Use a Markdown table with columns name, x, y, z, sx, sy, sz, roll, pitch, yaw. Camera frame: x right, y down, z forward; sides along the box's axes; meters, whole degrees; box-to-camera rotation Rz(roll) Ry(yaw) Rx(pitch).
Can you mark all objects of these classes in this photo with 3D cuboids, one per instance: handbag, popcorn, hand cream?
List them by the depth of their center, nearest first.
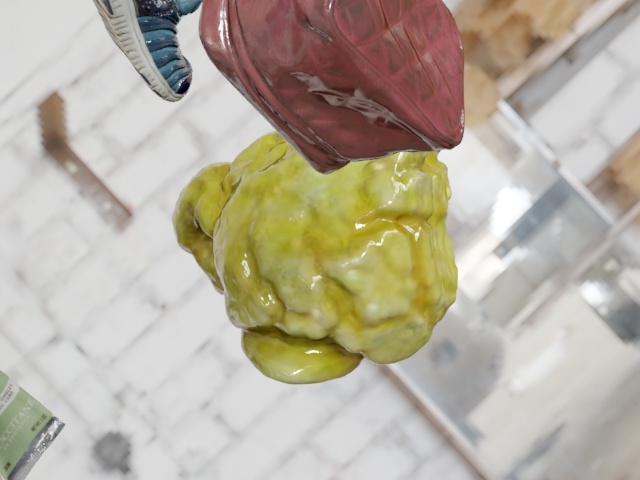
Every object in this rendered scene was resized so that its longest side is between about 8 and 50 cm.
| name | x | y | z | sx | sy | sz | roll | pitch | yaw |
| --- | --- | --- | --- | --- | --- | --- | --- | --- | --- |
| handbag | 0.012 | -0.153 | 1.393 | 0.135 | 0.225 | 0.146 | -10 | 58 | 31 |
| hand cream | -0.342 | 0.133 | 1.728 | 0.055 | 0.235 | 0.086 | -4 | 43 | 53 |
| popcorn | 0.002 | -0.012 | 2.049 | 0.334 | 0.292 | 0.294 | -126 | 41 | -63 |

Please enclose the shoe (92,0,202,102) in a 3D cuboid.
| name | x | y | z | sx | sy | sz | roll | pitch | yaw |
| --- | --- | --- | --- | --- | --- | --- | --- | --- | --- |
| shoe | -0.162 | -0.227 | 1.804 | 0.106 | 0.091 | 0.207 | -28 | -43 | -11 |
